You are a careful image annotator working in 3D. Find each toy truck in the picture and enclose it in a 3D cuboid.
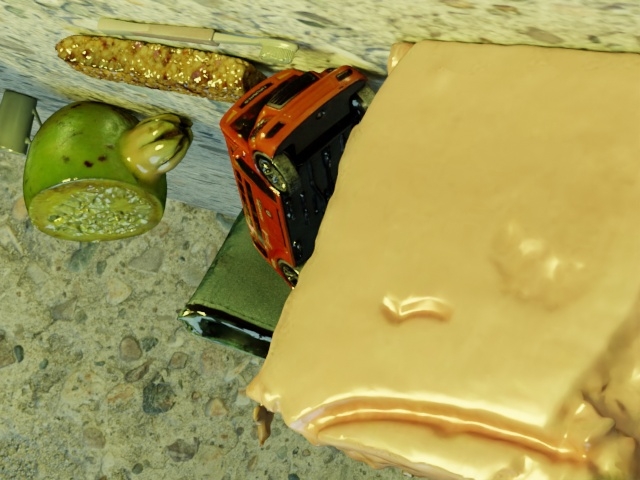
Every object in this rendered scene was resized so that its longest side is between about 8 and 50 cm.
[{"bbox_3d":[-0.016,-0.057,0.967,0.114,0.107,0.252,41,161,26],"label":"toy truck"}]

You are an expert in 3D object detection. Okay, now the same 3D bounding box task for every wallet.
[{"bbox_3d":[0.000,0.000,1.163,0.191,0.046,0.379,18,-146,2],"label":"wallet"}]

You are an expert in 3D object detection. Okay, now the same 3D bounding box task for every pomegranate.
[{"bbox_3d":[-0.286,-0.112,1.460,0.190,0.159,0.241,6,153,-25],"label":"pomegranate"}]

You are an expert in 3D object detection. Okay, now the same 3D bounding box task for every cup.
[{"bbox_3d":[-0.431,-0.166,1.602,0.075,0.083,0.054,12,177,34],"label":"cup"}]

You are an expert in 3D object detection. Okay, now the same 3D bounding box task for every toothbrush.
[{"bbox_3d":[-0.099,-0.159,0.880,0.194,0.017,0.014,15,172,30],"label":"toothbrush"}]

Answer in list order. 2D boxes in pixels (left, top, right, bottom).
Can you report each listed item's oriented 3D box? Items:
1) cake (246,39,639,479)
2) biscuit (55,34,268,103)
[{"bbox_3d":[0.176,0.044,0.770,0.293,0.314,0.307,8,165,40],"label":"cake"},{"bbox_3d":[-0.141,-0.153,0.999,0.199,0.034,0.064,13,177,22],"label":"biscuit"}]
